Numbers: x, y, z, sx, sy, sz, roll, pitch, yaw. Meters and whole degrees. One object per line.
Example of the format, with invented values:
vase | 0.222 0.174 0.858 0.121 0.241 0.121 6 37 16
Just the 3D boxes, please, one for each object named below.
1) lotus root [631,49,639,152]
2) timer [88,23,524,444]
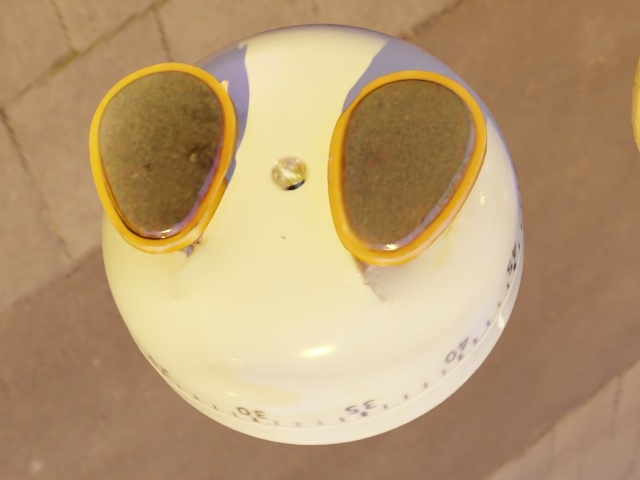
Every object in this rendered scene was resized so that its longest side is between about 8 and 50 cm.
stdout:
lotus root | 0.323 -0.141 1.339 0.131 0.146 0.303 -81 174 -61
timer | 0.000 0.000 0.950 0.233 0.233 0.240 -39 156 -8
